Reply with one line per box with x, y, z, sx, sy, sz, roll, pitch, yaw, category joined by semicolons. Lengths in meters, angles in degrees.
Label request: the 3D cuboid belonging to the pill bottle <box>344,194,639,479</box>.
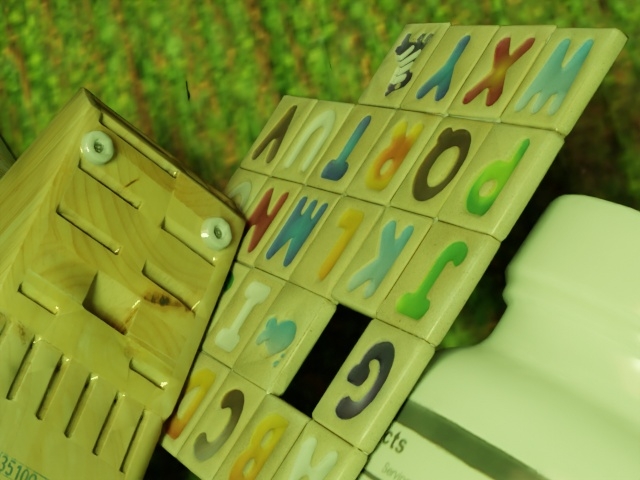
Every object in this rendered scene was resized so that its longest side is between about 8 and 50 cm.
0.061;0.135;0.534;0.162;0.162;0.278;29;83;30;pill bottle

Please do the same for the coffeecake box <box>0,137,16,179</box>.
-0.237;-0.038;0.783;0.142;0.068;0.185;-40;60;6;coffeecake box

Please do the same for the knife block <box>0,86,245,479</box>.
-0.171;0.093;0.676;0.242;0.088;0.275;-19;42;46;knife block

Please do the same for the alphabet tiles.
0.000;0.000;0.619;0.198;0.009;0.237;-58;23;-6;alphabet tiles
